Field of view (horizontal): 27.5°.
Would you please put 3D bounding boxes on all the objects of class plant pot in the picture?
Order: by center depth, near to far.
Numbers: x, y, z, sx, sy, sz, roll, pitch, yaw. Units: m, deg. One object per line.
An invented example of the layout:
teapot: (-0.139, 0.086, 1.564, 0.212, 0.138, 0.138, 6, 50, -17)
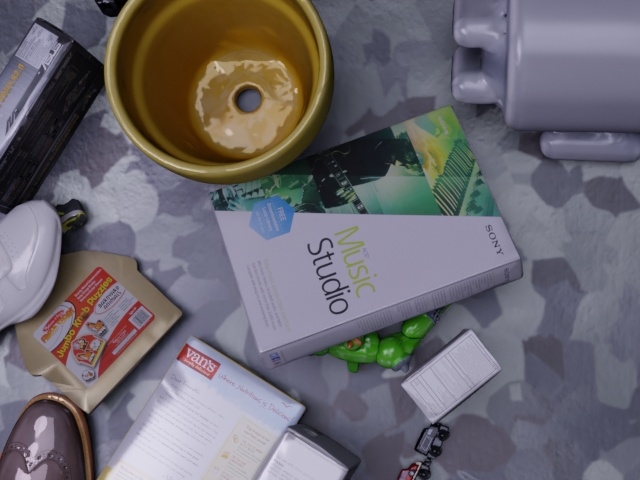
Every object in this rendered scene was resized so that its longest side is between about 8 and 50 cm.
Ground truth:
plant pot: (-0.104, -0.184, 1.555, 0.254, 0.239, 0.254, 0, 86, 6)

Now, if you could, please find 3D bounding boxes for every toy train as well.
toy train: (0.111, 0.293, 1.598, 0.036, 0.027, 0.158, 25, 87, 11)

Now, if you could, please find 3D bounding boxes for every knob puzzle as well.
knob puzzle: (-0.298, 0.097, 1.652, 0.213, 0.030, 0.213, -2, 72, 6)

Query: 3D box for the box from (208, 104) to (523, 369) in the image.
box: (0.050, -0.008, 1.556, 0.322, 0.058, 0.232, -20, 61, -1)

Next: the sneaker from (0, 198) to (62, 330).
sneaker: (-0.436, 0.067, 1.596, 0.305, 0.152, 0.114, -49, 55, 4)

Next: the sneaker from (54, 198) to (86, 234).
sneaker: (-0.337, -0.025, 1.673, 0.083, 0.031, 0.035, -21, 53, 12)

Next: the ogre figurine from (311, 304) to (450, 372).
ogre figurine: (0.052, 0.095, 1.593, 0.197, 0.097, 0.118, 16, 68, -8)

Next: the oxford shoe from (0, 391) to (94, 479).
oxford shoe: (-0.364, 0.365, 1.585, 0.130, 0.133, 0.363, 11, 86, 7)

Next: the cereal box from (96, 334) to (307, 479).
cereal box: (-0.150, 0.260, 1.605, 0.173, 0.047, 0.240, 32, 82, 9)

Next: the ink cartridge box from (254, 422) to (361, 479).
ink cartridge box: (-0.049, 0.331, 1.544, 0.092, 0.158, 0.218, 29, 89, 9)

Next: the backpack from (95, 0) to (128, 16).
backpack: (-0.097, -0.416, 1.565, 0.356, 0.290, 0.273, 1, 70, -1)

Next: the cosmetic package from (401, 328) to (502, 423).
cosmetic package: (0.149, 0.153, 1.500, 0.099, 0.239, 0.060, -37, 84, 2)

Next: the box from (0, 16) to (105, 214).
box: (-0.358, -0.144, 1.606, 0.056, 0.183, 0.231, 32, 89, 6)

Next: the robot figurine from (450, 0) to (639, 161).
robot figurine: (0.331, -0.227, 1.535, 0.354, 0.199, 0.300, 2, 125, 6)
